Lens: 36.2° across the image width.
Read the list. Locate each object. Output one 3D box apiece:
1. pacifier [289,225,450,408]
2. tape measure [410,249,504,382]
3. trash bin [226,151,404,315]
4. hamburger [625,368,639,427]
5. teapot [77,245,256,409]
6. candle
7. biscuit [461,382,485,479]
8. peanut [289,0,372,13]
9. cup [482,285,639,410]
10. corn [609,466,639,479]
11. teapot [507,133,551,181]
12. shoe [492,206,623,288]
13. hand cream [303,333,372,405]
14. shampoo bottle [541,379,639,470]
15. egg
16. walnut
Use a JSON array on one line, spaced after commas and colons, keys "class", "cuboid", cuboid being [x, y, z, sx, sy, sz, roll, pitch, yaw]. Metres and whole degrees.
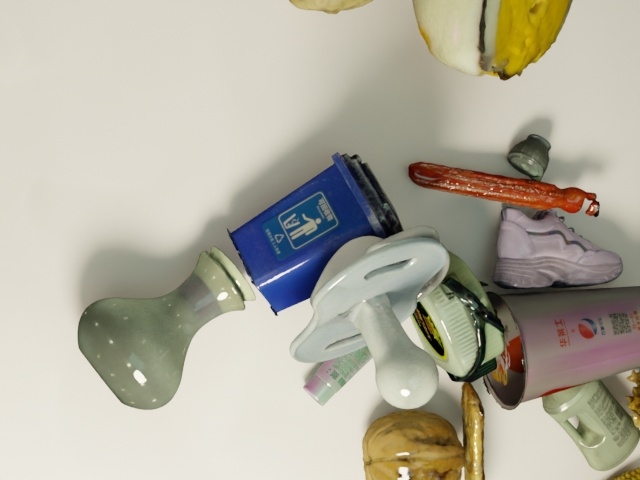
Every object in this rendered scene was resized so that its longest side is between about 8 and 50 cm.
[{"class": "pacifier", "cuboid": [0.096, 0.123, 1.354, 0.244, 0.233, 0.299, -12, 151, -24]}, {"class": "tape measure", "cuboid": [0.223, 0.131, 1.567, 0.115, 0.207, 0.235, -29, 110, -11]}, {"class": "trash bin", "cuboid": [0.000, 0.000, 1.474, 0.235, 0.162, 0.184, -29, 149, 0]}, {"class": "hamburger", "cuboid": [0.674, 0.279, 1.678, 0.287, 0.445, 0.268, 2, 109, 13]}, {"class": "teapot", "cuboid": [-0.224, 0.122, 1.448, 0.251, 0.183, 0.183, -38, 113, -15]}, {"class": "candle", "cuboid": [0.297, -0.085, 1.595, 0.329, 0.051, 0.048, 9, 85, -12]}, {"class": "biscuit", "cuboid": [0.261, 0.362, 1.690, 0.029, 0.118, 0.247, -5, 107, -3]}, {"class": "peanut", "cuboid": [0.053, -0.422, 1.398, 0.137, 0.122, 0.253, 38, 88, -32]}, {"class": "cup", "cuboid": [0.424, 0.163, 1.636, 0.289, 0.203, 0.202, -9, 108, -13]}, {"class": "corn", "cuboid": [0.507, 0.538, 1.825, 0.305, 0.106, 0.106, -35, 113, -6]}, {"class": "teapot", "cuboid": [0.351, -0.136, 1.609, 0.057, 0.066, 0.088, -56, 137, -15]}, {"class": "shoe", "cuboid": [0.399, 0.013, 1.649, 0.245, 0.095, 0.137, -1, 89, -22]}, {"class": "hand cream", "cuboid": [0.047, 0.195, 1.618, 0.174, 0.047, 0.076, -47, 113, -9]}, {"class": "shampoo bottle", "cuboid": [0.471, 0.299, 1.753, 0.118, 0.087, 0.234, -44, 113, -6]}, {"class": "egg", "cuboid": [0.235, -0.401, 1.405, 0.337, 0.201, 0.337, -42, 143, -42]}, {"class": "walnut", "cuboid": [0.160, 0.363, 1.645, 0.184, 0.155, 0.155, 3, 104, -18]}]
